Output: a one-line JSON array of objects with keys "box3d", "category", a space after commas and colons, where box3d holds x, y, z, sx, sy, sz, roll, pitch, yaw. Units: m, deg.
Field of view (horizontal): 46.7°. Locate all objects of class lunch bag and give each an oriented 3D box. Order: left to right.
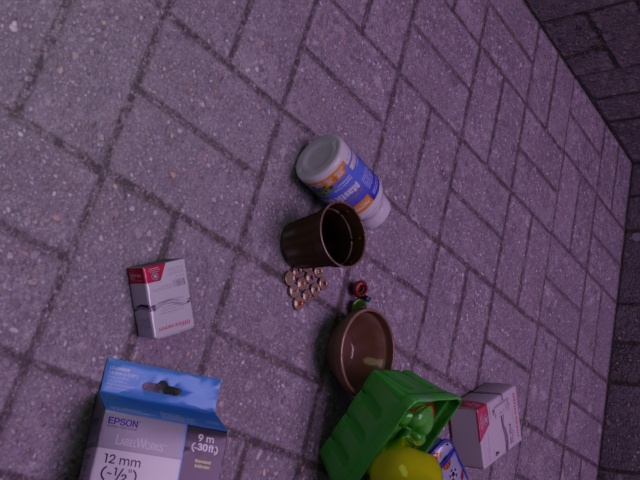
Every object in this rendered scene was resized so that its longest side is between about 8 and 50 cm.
[{"box3d": [0.297, 0.731, 2.175, 0.303, 0.115, 0.243, -39, 117, -33], "category": "lunch bag"}]

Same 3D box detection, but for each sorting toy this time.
[{"box3d": [0.106, 0.160, 2.083, 0.061, 0.042, 0.102, 8, 93, -33], "category": "sorting toy"}]

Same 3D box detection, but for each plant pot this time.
[{"box3d": [0.000, 0.000, 1.860, 0.167, 0.165, 0.167, 15, 69, -43], "category": "plant pot"}, {"box3d": [0.090, 0.299, 1.994, 0.237, 0.109, 0.237, 5, 84, -50], "category": "plant pot"}]

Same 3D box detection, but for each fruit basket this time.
[{"box3d": [0.206, 0.547, 1.847, 0.283, 0.392, 0.392, 11, 79, -48], "category": "fruit basket"}]

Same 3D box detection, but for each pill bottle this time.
[{"box3d": [0.070, -0.145, 1.970, 0.272, 0.152, 0.152, 42, 57, -38], "category": "pill bottle"}]

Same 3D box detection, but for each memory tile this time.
[{"box3d": [-0.037, 0.105, 1.935, 0.148, 0.012, 0.113, -37, 114, -44], "category": "memory tile"}]

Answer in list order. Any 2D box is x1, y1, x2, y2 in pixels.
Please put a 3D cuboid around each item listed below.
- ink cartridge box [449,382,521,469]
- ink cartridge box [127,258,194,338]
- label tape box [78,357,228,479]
[{"box3d": [0.559, 0.618, 2.507, 0.283, 0.117, 0.207, -13, 97, -49], "category": "ink cartridge box"}, {"box3d": [-0.333, 0.121, 1.553, 0.109, 0.063, 0.150, -13, 98, -49], "category": "ink cartridge box"}, {"box3d": [-0.318, 0.412, 1.428, 0.249, 0.115, 0.348, 17, 68, -23], "category": "label tape box"}]
